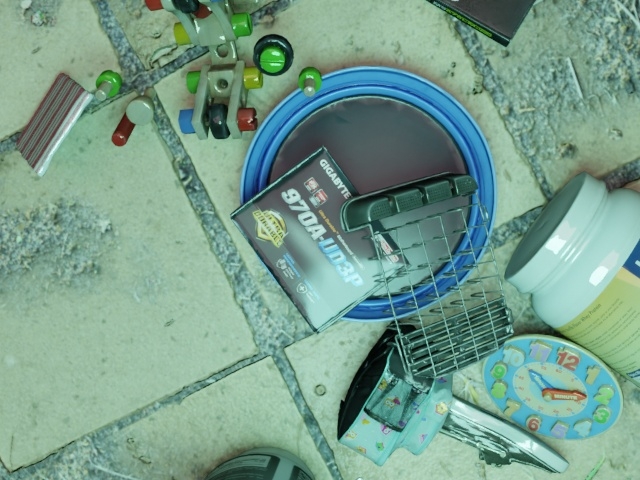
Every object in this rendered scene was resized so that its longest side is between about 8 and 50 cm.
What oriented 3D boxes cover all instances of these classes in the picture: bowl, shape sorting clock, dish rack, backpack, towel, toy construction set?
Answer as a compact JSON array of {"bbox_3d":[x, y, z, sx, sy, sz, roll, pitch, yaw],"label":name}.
[{"bbox_3d":[0.074,-0.070,1.196,0.391,0.077,0.391,0,90,4],"label":"bowl"},{"bbox_3d":[0.340,0.222,1.140,0.206,0.040,0.206,15,127,22],"label":"shape sorting clock"},{"bbox_3d":[0.160,0.047,1.079,0.208,0.074,0.271,-17,93,-23],"label":"dish rack"},{"bbox_3d":[0.109,0.239,1.147,0.144,0.166,0.188,35,109,-4],"label":"backpack"},{"bbox_3d":[-0.408,-0.181,1.182,0.029,0.197,0.144,31,92,-34],"label":"towel"},{"bbox_3d":[-0.189,-0.290,1.182,0.309,0.237,0.257,-29,118,19],"label":"toy construction set"}]

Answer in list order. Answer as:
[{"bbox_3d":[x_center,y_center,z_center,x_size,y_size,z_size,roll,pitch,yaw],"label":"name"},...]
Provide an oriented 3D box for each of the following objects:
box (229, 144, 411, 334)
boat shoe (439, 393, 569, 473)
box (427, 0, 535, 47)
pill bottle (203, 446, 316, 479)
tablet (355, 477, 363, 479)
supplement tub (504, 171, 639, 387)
[{"bbox_3d":[0.000,0.000,1.136,0.175,0.051,0.220,-36,88,2],"label":"box"},{"bbox_3d":[0.271,0.310,1.186,0.219,0.078,0.070,26,91,11],"label":"boat shoe"},{"bbox_3d":[0.265,-0.431,1.202,0.184,0.045,0.190,32,92,5],"label":"box"},{"bbox_3d":[-0.093,0.414,1.059,0.210,0.363,0.210,0,89,3],"label":"pill bottle"},{"bbox_3d":[0.066,0.427,1.229,0.054,0.006,0.083,-34,87,3],"label":"tablet"},{"bbox_3d":[0.448,0.068,1.096,0.316,0.228,0.228,35,92,3],"label":"supplement tub"}]
